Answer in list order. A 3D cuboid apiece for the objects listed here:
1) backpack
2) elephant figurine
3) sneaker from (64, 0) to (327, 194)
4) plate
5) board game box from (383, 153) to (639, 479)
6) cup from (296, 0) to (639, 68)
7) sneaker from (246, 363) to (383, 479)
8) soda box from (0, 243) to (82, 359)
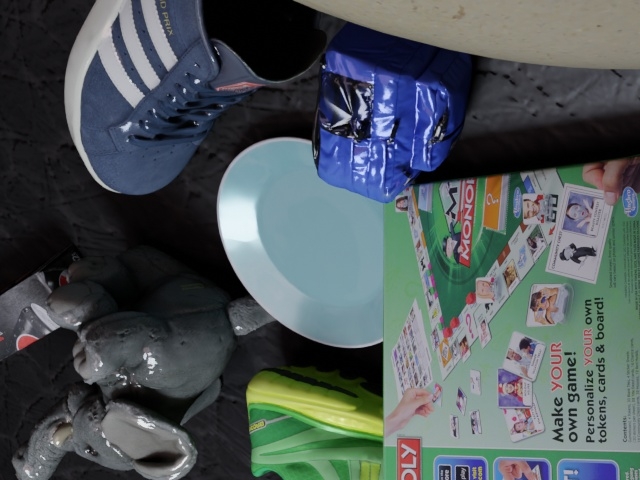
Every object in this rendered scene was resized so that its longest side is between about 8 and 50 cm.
[{"bbox_3d":[0.046,-0.085,0.943,0.101,0.098,0.120,24,131,18],"label":"backpack"},{"bbox_3d":[-0.161,0.137,1.220,0.186,0.169,0.239,32,129,36],"label":"elephant figurine"},{"bbox_3d":[-0.079,-0.130,0.962,0.148,0.131,0.350,53,141,26],"label":"sneaker"},{"bbox_3d":[0.000,0.000,1.089,0.188,0.024,0.188,18,127,26],"label":"plate"},{"bbox_3d":[0.138,0.111,0.925,0.213,0.046,0.317,-5,81,40],"label":"board game box"},{"bbox_3d":[0.068,-0.220,0.628,0.331,0.237,0.331,165,90,-74],"label":"cup"},{"bbox_3d":[0.062,0.192,1.106,0.295,0.109,0.123,20,108,36],"label":"sneaker"},{"bbox_3d":[-0.281,0.065,1.332,0.169,0.053,0.060,-28,100,46],"label":"soda box"}]
